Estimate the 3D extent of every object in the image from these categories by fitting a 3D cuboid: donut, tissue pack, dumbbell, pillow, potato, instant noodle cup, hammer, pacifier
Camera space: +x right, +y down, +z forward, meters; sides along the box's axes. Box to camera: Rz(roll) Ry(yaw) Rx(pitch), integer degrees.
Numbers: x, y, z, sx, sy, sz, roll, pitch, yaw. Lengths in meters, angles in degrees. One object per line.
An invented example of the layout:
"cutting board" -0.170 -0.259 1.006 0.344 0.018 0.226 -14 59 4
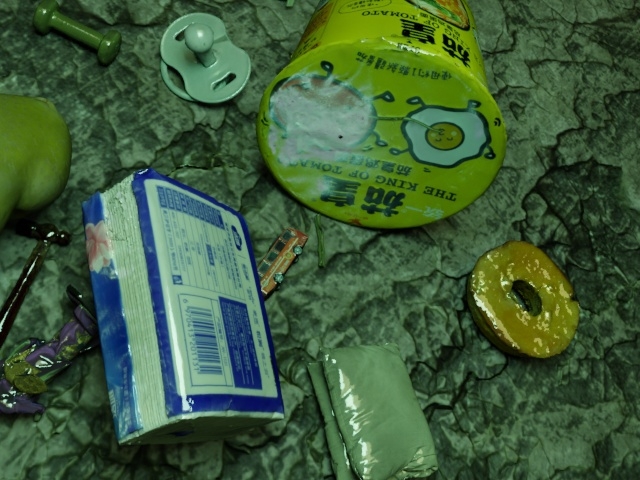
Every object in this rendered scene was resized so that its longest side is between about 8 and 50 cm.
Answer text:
"donut" 0.294 0.093 0.996 0.162 0.065 0.178 -17 74 -22
"tissue pack" -0.155 0.082 0.747 0.137 0.209 0.270 -21 70 18
"dumbbell" -0.342 -0.294 0.945 0.117 0.046 0.052 26 54 -7
"pillow" 0.065 0.216 0.840 0.134 0.078 0.182 -6 65 -26
"potato" -0.424 -0.051 0.710 0.351 0.218 0.203 -44 126 -35
"instant noodle cup" 0.092 -0.212 0.935 0.325 0.326 0.254 20 51 -11
"hammer" -0.357 0.056 0.789 0.065 0.021 0.178 20 63 -11
"pacifier" -0.175 -0.269 0.960 0.126 0.116 0.150 -29 82 -4

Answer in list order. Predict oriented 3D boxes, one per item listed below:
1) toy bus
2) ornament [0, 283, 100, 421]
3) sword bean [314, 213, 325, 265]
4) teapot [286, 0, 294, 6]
"toy bus" -0.059 0.031 0.908 0.043 0.031 0.110 32 59 3
"ornament" -0.312 0.152 0.734 0.081 0.088 0.203 48 69 -22
"sword bean" 0.000 0.000 0.956 0.012 0.012 0.083 4 63 -19
"teapot" -0.057 -0.434 1.110 0.064 0.064 0.083 -11 70 -24
